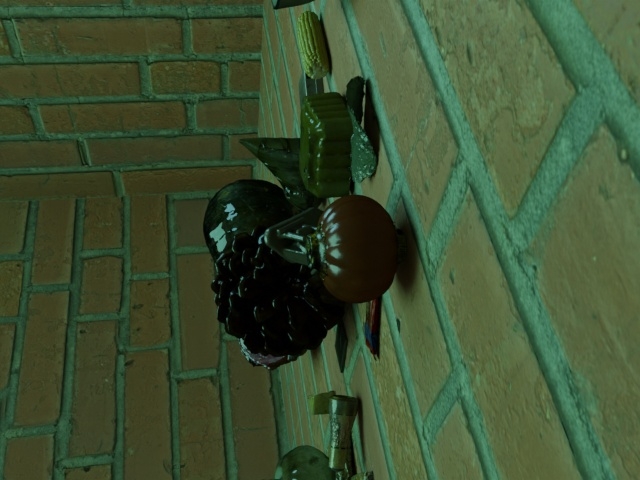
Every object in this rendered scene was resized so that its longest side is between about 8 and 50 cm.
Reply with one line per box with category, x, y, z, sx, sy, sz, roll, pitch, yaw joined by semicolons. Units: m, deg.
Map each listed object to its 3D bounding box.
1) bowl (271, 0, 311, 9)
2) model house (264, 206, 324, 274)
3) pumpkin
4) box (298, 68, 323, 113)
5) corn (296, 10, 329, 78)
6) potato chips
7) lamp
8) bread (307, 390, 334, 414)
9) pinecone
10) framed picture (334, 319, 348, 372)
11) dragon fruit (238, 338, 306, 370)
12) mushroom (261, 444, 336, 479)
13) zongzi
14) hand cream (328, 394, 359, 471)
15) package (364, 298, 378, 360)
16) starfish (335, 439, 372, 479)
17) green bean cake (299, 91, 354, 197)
bowl;-0.029;-0.759;1.713;0.354;0.185;0.353;177;90;-80
model house;-0.003;0.005;1.761;0.188;0.229;0.122;19;122;41
pumpkin;-0.206;-0.007;2.426;0.454;0.344;0.454;53;-168;-17
box;-0.027;-0.432;2.182;0.141;0.058;0.201;133;133;-76
corn;-0.025;-0.583;2.052;0.081;0.081;0.248;101;162;-55
potato chips;0.089;-0.261;1.599;0.167;0.059;0.228;86;177;-72
lamp;0.070;0.018;1.389;0.223;0.197;0.223;176;90;-80
bread;-0.001;0.518;2.280;0.080;0.084;0.109;-111;19;-54
pinecone;-0.104;0.152;1.956;0.398;0.398;0.397;177;90;-80
framed picture;0.061;0.311;2.075;0.109;0.011;0.149;-106;16;-48
dragon fruit;-0.142;0.336;2.631;0.263;0.296;0.314;29;-133;-61
mushroom;-0.065;0.847;2.263;0.352;0.261;0.351;-178;90;-78
zongzi;-0.121;-0.210;2.172;0.125;0.275;0.250;-95;7;-55
hand cream;0.057;0.528;1.880;0.084;0.084;0.203;154;122;-79
package;0.123;0.183;1.648;0.083;0.022;0.200;-116;23;-67
starfish;0.082;0.720;1.925;0.324;0.083;0.431;173;95;-83
green bean cake;0.012;-0.255;1.836;0.233;0.124;0.236;-107;17;-55
